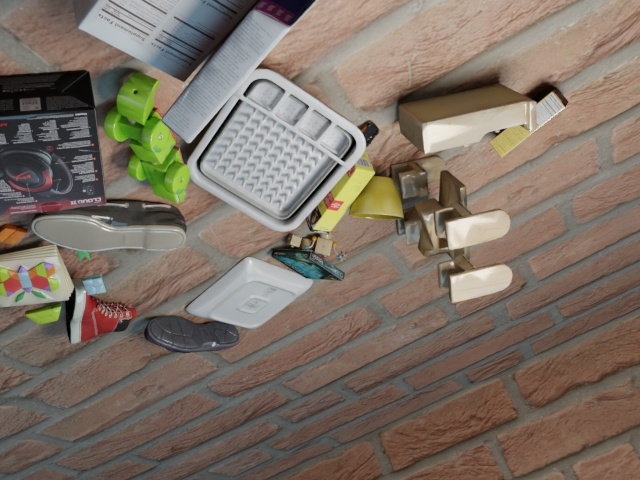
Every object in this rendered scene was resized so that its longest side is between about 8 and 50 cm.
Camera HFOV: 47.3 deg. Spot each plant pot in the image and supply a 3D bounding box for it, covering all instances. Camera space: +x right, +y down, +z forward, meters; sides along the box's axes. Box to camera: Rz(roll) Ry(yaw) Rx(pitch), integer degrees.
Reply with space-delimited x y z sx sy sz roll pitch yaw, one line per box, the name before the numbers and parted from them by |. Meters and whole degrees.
plant pot | 0.138 -0.105 1.775 0.134 0.095 0.134 3 177 0

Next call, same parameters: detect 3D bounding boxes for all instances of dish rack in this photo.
dish rack | -0.095 -0.191 1.535 0.285 0.072 0.333 31 126 -17

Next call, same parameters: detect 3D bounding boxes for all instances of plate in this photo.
plate | -0.196 0.169 2.088 0.278 0.045 0.277 -39 141 25

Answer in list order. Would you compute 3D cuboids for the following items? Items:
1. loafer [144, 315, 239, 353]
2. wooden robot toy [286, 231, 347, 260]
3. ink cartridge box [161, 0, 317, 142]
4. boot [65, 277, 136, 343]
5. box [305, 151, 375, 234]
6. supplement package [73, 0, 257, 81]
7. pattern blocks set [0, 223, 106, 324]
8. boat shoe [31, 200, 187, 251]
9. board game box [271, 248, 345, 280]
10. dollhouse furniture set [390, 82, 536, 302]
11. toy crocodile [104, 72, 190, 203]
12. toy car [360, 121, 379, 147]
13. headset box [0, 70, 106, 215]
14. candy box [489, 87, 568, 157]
loafer | -0.379 0.288 2.114 0.302 0.109 0.095 10 141 -40
wooden robot toy | 0.000 0.000 1.942 0.173 0.079 0.076 16 171 -9
ink cartridge box | -0.098 -0.344 1.192 0.071 0.324 0.330 40 119 -14
boot | -0.560 0.167 1.877 0.176 0.088 0.244 -11 146 -25
box | 0.040 -0.119 1.764 0.058 0.087 0.232 6 139 -33
supplement package | -0.220 -0.426 1.098 0.262 0.199 0.198 -40 141 27
pattern blocks set | -0.675 0.086 1.672 0.324 0.026 0.285 -18 129 0
boat shoe | -0.468 -0.040 1.634 0.335 0.096 0.112 5 136 -24
board game box | -0.031 0.067 1.982 0.126 0.026 0.186 2 160 33
dollhouse furniture set | 0.339 -0.130 1.680 0.256 0.362 0.394 -14 117 -9
toy crocodile | -0.334 -0.191 1.469 0.115 0.105 0.341 19 152 18
toy car | 0.072 -0.255 1.651 0.122 0.060 0.040 23 174 -25
headset box | -0.530 -0.168 1.387 0.218 0.110 0.293 -8 144 -16
candy box | 0.500 -0.283 1.751 0.186 0.053 0.109 -39 178 27
